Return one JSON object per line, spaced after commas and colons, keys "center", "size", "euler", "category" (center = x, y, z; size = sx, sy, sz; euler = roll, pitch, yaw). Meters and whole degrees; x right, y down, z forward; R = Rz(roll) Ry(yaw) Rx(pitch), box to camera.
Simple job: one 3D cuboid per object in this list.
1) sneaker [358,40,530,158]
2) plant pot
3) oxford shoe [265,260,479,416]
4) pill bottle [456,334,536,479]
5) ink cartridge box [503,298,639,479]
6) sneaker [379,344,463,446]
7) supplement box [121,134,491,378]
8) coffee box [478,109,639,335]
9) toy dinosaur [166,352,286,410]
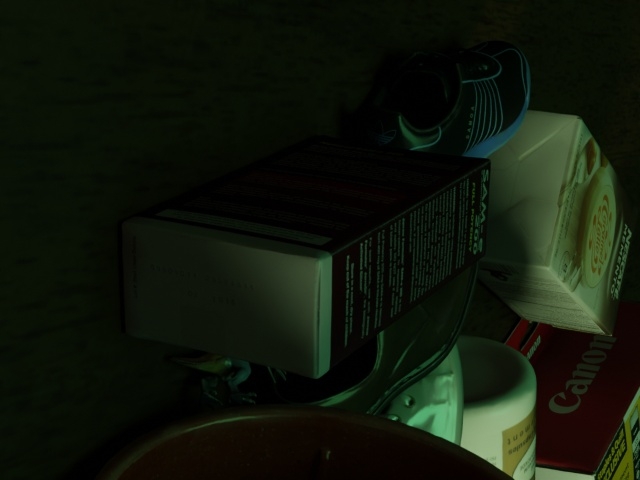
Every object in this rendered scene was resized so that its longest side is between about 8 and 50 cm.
{"center": [0.100, -0.110, 1.073], "size": [0.232, 0.081, 0.090], "euler": [-49, 147, -44], "category": "sneaker"}
{"center": [-0.013, 0.276, 0.797], "size": [0.272, 0.272, 0.265], "euler": [-32, 138, -56], "category": "plant pot"}
{"center": [0.043, 0.053, 0.962], "size": [0.227, 0.082, 0.096], "euler": [-53, 155, -30], "category": "oxford shoe"}
{"center": [0.108, 0.203, 1.138], "size": [0.131, 0.131, 0.229], "euler": [-39, 133, -53], "category": "pill bottle"}
{"center": [0.278, 0.194, 1.477], "size": [0.309, 0.130, 0.272], "euler": [-47, 137, -48], "category": "ink cartridge box"}
{"center": [0.022, 0.171, 0.983], "size": [0.123, 0.105, 0.290], "euler": [43, 62, -62], "category": "sneaker"}
{"center": [0.000, 0.000, 0.857], "size": [0.239, 0.130, 0.073], "euler": [-30, 125, -56], "category": "supplement box"}
{"center": [0.213, -0.013, 1.310], "size": [0.246, 0.098, 0.141], "euler": [35, 67, -61], "category": "coffee box"}
{"center": [-0.050, 0.070, 0.886], "size": [0.082, 0.047, 0.090], "euler": [-81, 150, -46], "category": "toy dinosaur"}
